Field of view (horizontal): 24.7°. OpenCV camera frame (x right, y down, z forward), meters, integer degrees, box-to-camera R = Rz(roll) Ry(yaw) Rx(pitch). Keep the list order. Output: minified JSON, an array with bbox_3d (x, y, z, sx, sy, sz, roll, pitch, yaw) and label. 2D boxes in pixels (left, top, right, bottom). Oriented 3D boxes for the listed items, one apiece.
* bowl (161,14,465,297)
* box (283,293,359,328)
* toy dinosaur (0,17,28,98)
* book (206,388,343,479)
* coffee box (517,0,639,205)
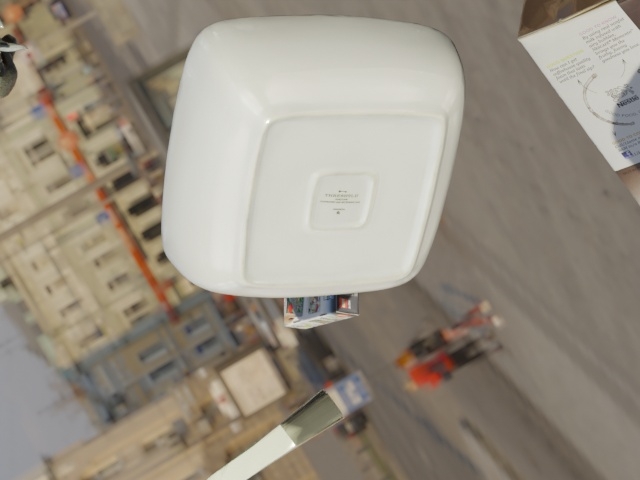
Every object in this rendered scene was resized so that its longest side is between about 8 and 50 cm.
[{"bbox_3d":[0.002,-0.031,0.688,0.053,0.142,0.142,-123,38,-51],"label":"bowl"},{"bbox_3d":[0.000,0.000,1.824,0.114,0.036,0.207,-17,68,52],"label":"box"},{"bbox_3d":[-0.421,-0.225,1.744,0.160,0.121,0.313,60,172,8],"label":"toy dinosaur"},{"bbox_3d":[-0.043,0.190,1.346,0.035,0.096,0.144,54,-164,5],"label":"book"},{"bbox_3d":[0.301,-0.144,1.256,0.297,0.119,0.168,46,-139,-32],"label":"coffee box"}]
